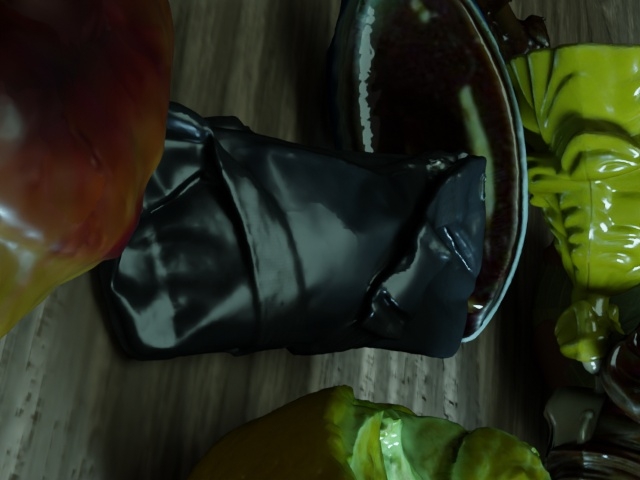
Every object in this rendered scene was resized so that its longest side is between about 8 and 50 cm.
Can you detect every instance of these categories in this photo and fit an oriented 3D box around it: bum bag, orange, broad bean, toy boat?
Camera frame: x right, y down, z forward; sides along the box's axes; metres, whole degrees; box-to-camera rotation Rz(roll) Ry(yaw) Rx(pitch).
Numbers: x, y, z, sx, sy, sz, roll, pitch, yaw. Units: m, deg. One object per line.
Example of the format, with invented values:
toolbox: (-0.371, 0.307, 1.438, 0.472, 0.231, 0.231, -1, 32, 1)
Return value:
bum bag: (0.000, 0.000, 0.584, 0.248, 0.060, 0.123, 2, 83, -35)
orange: (0.017, 0.155, 0.502, 0.237, 0.158, 0.179, 12, 66, -60)
broad bean: (-0.128, -0.044, 0.362, 0.228, 0.122, 0.156, -51, 126, -57)
toy boat: (0.064, -0.059, 0.721, 0.115, 0.114, 0.262, -149, -134, -83)

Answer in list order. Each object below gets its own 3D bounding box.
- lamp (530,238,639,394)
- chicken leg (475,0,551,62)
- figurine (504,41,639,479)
lamp: (0.303, 0.062, 0.938, 0.284, 0.250, 0.250, 10, 72, -61)
chicken leg: (0.111, -0.202, 0.872, 0.113, 0.093, 0.304, -64, 145, -22)
figurine: (0.190, 0.046, 0.753, 0.187, 0.168, 0.315, 37, 57, -88)
